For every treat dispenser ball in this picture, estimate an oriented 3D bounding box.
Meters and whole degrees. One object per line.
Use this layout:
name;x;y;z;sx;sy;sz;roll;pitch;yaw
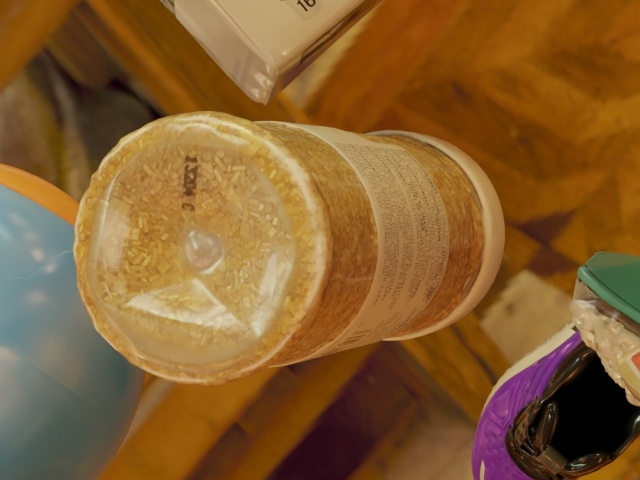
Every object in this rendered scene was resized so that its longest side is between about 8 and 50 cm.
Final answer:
treat dispenser ball;-0.273;0.081;1.469;0.288;0.288;0.288;-11;58;18

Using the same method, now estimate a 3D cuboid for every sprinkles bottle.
sprinkles bottle;0.000;0.000;1.002;0.121;0.355;0.121;0;91;17

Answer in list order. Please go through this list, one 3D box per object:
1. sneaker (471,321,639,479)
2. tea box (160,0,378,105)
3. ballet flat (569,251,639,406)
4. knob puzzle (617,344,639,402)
sneaker;0.197;0.149;1.610;0.102;0.293;0.146;35;40;-1
tea box;-0.014;-0.310;1.162;0.329;0.220;0.323;-40;92;-4
ballet flat;0.323;0.133;1.286;0.409;0.147;0.147;23;74;34
knob puzzle;0.242;0.040;1.054;0.213;0.030;0.213;-24;11;5
